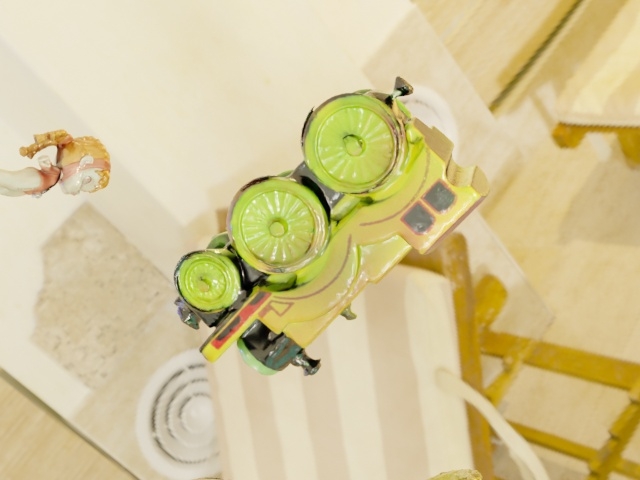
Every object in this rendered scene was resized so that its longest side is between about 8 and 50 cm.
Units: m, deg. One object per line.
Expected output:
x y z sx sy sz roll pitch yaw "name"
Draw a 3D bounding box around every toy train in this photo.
0.000 0.000 0.823 0.296 0.160 0.100 -45 2 20 "toy train"

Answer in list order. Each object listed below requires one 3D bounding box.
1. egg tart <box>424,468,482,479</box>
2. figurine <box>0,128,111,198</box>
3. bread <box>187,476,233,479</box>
0.191 0.459 1.660 0.213 0.090 0.212 -14 -5 -1 "egg tart"
-0.195 -0.049 0.660 0.109 0.047 0.064 -17 -1 -44 "figurine"
-0.158 0.334 1.273 0.110 0.024 0.110 -10 -2 0 "bread"
